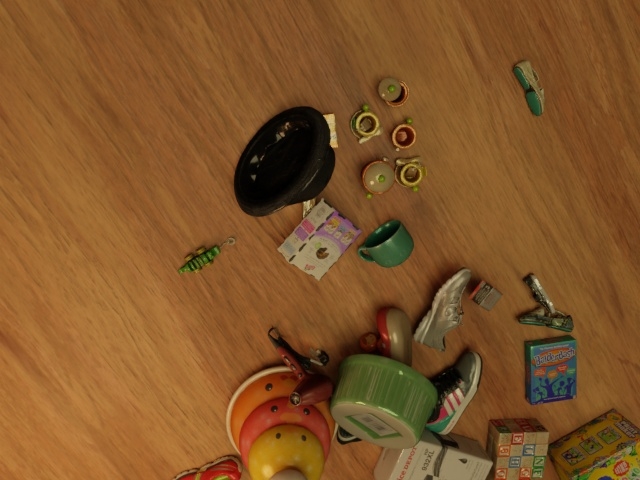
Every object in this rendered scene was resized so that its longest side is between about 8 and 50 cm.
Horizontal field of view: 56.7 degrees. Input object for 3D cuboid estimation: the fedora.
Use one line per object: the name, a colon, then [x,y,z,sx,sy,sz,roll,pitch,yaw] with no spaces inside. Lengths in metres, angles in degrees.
fedora: [-0.075,-0.191,1.606,0.152,0.334,0.334,28,99,-45]

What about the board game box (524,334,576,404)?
board game box: [0.752,0.423,1.937,0.160,0.047,0.210,-8,103,-6]

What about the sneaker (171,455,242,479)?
sneaker: [-0.370,0.766,1.832,0.279,0.118,0.107,-31,104,0]

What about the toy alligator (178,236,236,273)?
toy alligator: [-0.327,0.047,1.706,0.190,0.051,0.056,-30,105,0]

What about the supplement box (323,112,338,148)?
supplement box: [0.014,-0.307,1.677,0.062,0.036,0.098,-9,104,-5]

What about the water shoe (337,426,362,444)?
water shoe: [0.145,0.595,1.896,0.203,0.073,0.080,-9,144,-17]

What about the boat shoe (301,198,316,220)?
boat shoe: [-0.024,-0.089,1.709,0.059,0.063,0.170,-3,103,-1]

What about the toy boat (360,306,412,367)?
toy boat: [0.194,0.315,1.808,0.151,0.151,0.231,2,104,22]

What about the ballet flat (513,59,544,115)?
ballet flat: [0.618,-0.443,1.718,0.052,0.057,0.168,-33,105,-9]

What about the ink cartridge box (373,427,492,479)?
ink cartridge box: [0.359,0.736,1.915,0.307,0.129,0.223,20,100,-11]

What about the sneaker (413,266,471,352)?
sneaker: [0.394,0.210,1.799,0.115,0.105,0.281,31,110,17]

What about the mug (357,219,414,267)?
mug: [0.200,0.018,1.741,0.129,0.158,0.097,-45,109,-21]

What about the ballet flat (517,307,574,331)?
ballet flat: [0.717,0.247,1.892,0.188,0.070,0.070,12,101,-12]

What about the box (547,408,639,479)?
box: [0.962,0.779,1.982,0.279,0.177,0.290,-30,105,-1]

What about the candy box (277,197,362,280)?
candy box: [0.000,0.000,1.688,0.196,0.070,0.165,-48,142,5]

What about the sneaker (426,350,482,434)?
sneaker: [0.372,0.462,1.864,0.178,0.124,0.295,20,101,-21]

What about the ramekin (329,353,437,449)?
ramekin: [0.173,0.475,1.717,0.303,0.303,0.148,37,53,-14]

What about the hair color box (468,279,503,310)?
hair color box: [0.504,0.169,1.804,0.043,0.141,0.072,40,96,29]

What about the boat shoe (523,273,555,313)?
boat shoe: [0.688,0.171,1.867,0.040,0.049,0.142,-30,89,10]

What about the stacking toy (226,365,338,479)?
stacking toy: [-0.087,0.593,1.643,0.351,0.480,0.350,-2,103,-8]

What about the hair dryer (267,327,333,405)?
hair dryer: [-0.064,0.383,1.703,0.224,0.293,0.080,26,106,-16]

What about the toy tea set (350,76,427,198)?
toy tea set: [0.191,-0.281,1.661,0.200,0.124,0.336,-14,104,-4]

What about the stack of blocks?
stack of blocks: [0.645,0.751,1.978,0.171,0.087,0.297,1,103,-8]
